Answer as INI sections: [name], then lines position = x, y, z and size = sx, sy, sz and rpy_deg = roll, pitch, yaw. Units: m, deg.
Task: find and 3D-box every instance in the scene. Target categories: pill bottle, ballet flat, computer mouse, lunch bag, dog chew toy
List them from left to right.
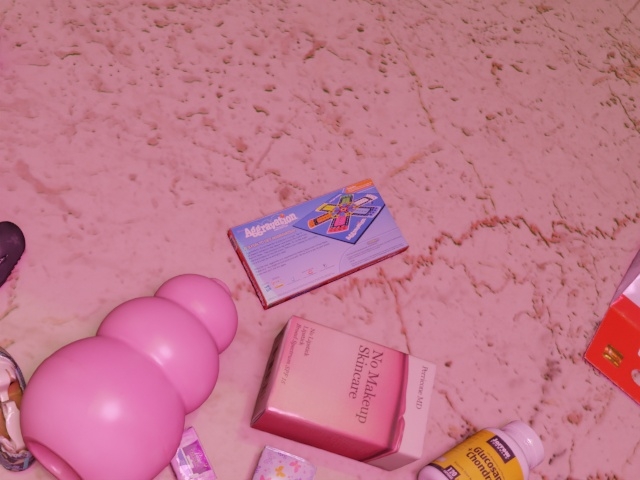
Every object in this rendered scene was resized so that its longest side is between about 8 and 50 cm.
[computer mouse]
position = -0.485, 0.074, 0.986
size = 0.071, 0.041, 0.242
rpy_deg = 51, 50, -43
[ballet flat]
position = -0.418, 0.211, 0.946
size = 0.070, 0.070, 0.188
rpy_deg = -23, 75, -25
[dog chew toy]
position = -0.233, 0.171, 0.954
size = 0.206, 0.207, 0.332
rpy_deg = 37, 53, 2
[lunch bag]
position = -0.053, 0.341, 1.007
size = 0.083, 0.053, 0.071
rpy_deg = 18, 59, 2
[pill bottle]
position = 0.245, 0.346, 1.069
size = 0.184, 0.103, 0.103
rpy_deg = -24, 75, -25

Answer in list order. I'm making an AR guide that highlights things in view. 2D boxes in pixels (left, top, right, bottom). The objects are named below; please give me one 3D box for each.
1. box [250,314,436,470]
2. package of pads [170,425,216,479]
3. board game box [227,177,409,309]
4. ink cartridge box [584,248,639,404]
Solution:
[box]
position = 0.033, 0.227, 1.044
size = 0.232, 0.127, 0.149
rpy_deg = 19, 61, -8
[package of pads]
position = -0.184, 0.307, 0.993
size = 0.050, 0.032, 0.083
rpy_deg = -22, 74, -24
[board game box]
position = 0.000, 0.000, 1.197
size = 0.281, 0.027, 0.145
rpy_deg = -21, 75, -25
[ink cartridge box]
position = 0.697, 0.162, 1.305
size = 0.308, 0.091, 0.385
rpy_deg = 40, 60, 4
